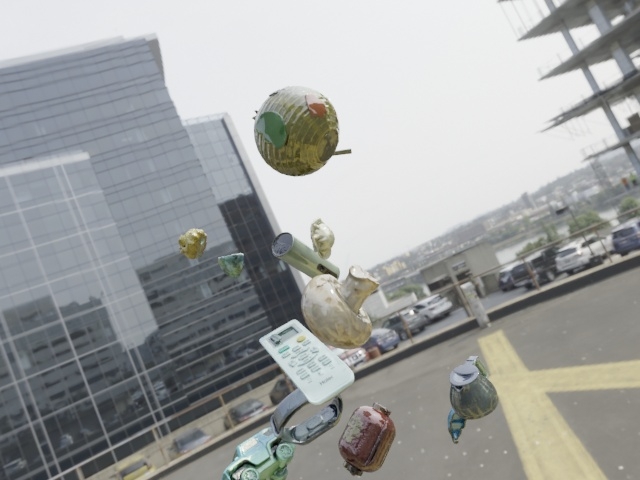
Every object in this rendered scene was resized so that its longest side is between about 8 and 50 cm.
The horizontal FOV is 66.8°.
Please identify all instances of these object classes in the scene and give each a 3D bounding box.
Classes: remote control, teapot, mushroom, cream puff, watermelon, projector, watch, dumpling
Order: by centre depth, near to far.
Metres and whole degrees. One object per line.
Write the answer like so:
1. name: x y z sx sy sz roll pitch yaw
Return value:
1. teapot: 0.215 0.204 0.687 0.066 0.057 0.088 -11 22 42
2. dumpling: -0.002 0.000 0.969 0.057 0.052 0.076 -27 -40 -39
3. remote control: -0.036 0.257 1.044 0.103 0.051 0.293 -27 25 -18
4. watch: -0.036 0.472 1.325 0.206 0.068 0.193 -28 -50 -7
5. watermelon: -0.244 0.061 1.393 0.085 0.085 0.061 -26 14 16
6. mushroom: 0.088 0.233 1.734 0.290 0.297 0.297 -42 -10 13
7. projector: -0.052 0.081 1.928 0.108 0.108 0.337 -27 -38 23
8. cream puff: -0.576 0.011 2.153 0.116 0.146 0.146 10 1 13

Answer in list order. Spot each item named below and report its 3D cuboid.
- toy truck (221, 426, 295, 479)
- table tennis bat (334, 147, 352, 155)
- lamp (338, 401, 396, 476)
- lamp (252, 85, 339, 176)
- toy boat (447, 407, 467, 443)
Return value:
1. toy truck: -0.211 0.763 1.645 0.278 0.156 0.155 -18 -46 -43
2. table tennis bat: 0.004 -0.343 1.956 0.246 0.022 0.138 -9 -3 -1
3. lamp: 0.164 0.698 1.695 0.258 0.180 0.180 -61 3 -14
4. lamp: -0.082 -0.309 1.353 0.250 0.284 0.250 -36 -40 -38
5. toy boat: 0.596 0.796 2.101 0.075 0.186 0.077 5 30 -9
